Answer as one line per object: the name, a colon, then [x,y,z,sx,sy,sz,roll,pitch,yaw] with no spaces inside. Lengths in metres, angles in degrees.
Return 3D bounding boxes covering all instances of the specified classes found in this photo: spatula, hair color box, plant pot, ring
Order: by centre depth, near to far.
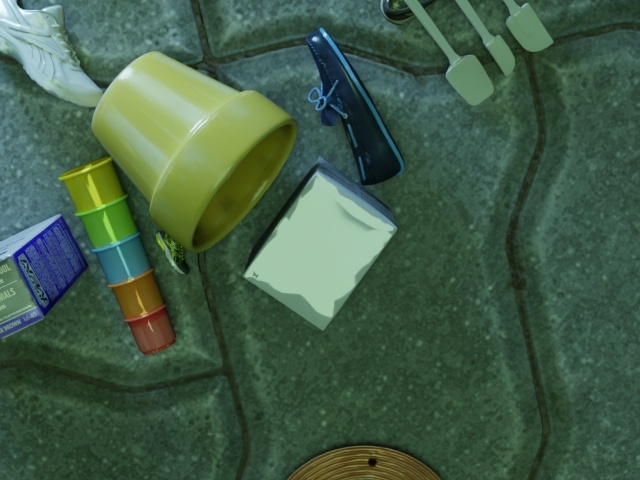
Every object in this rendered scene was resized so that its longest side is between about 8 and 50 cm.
hair color box: [-0.474,0.068,1.700,0.185,0.339,0.110,-25,99,4]
plant pot: [-0.201,-0.150,1.722,0.239,0.254,0.254,39,98,9]
spatula: [0.232,-0.335,1.751,0.168,0.019,0.242,-37,121,10]
ring: [0.073,0.500,1.936,0.336,0.032,0.336,0,100,1]

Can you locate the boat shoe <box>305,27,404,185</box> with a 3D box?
boat shoe: [0.038,-0.199,1.773,0.089,0.109,0.258,-28,97,8]

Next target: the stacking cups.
stacking cups: [-0.306,0.025,1.824,0.096,0.096,0.316,-22,102,4]

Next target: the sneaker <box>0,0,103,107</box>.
sneaker: [-0.416,-0.300,1.763,0.232,0.090,0.115,39,94,-7]

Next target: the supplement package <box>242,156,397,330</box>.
supplement package: [0.000,0.000,1.758,0.149,0.203,0.194,35,99,-6]

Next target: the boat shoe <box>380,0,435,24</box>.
boat shoe: [0.187,-0.411,1.749,0.223,0.073,0.080,-38,98,6]

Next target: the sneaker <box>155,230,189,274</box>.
sneaker: [-0.232,0.017,1.847,0.035,0.031,0.083,-32,99,5]
